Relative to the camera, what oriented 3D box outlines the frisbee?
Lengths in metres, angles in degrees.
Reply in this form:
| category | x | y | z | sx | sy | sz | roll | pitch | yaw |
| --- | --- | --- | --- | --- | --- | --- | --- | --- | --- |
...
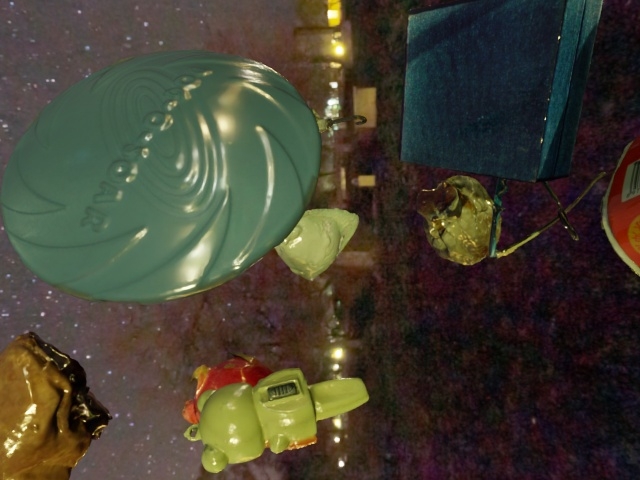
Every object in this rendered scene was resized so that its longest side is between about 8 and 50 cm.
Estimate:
| category | x | y | z | sx | sy | sz | roll | pitch | yaw |
| --- | --- | --- | --- | --- | --- | --- | --- | --- | --- |
| frisbee | -0.143 | -0.084 | 0.381 | 0.049 | 0.288 | 0.290 | 86 | -176 | -61 |

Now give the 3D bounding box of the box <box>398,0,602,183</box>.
| category | x | y | z | sx | sy | sz | roll | pitch | yaw |
| --- | --- | --- | --- | --- | --- | --- | --- | --- | --- |
| box | 0.268 | -0.247 | 0.705 | 0.278 | 0.116 | 0.262 | 24 | 121 | 50 |

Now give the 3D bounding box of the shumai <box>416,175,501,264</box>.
| category | x | y | z | sx | sy | sz | roll | pitch | yaw |
| --- | --- | --- | --- | --- | --- | --- | --- | --- | --- |
| shumai | 0.366 | -0.035 | 1.198 | 0.203 | 0.222 | 0.272 | -36 | -78 | -50 |

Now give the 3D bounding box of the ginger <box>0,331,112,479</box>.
| category | x | y | z | sx | sy | sz | roll | pitch | yaw |
| --- | --- | --- | --- | --- | --- | --- | --- | --- | --- |
| ginger | -0.530 | 0.322 | 0.762 | 0.223 | 0.200 | 0.270 | -50 | -35 | -40 |

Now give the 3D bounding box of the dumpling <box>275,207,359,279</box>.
| category | x | y | z | sx | sy | sz | roll | pitch | yaw |
| --- | --- | --- | --- | --- | --- | --- | --- | --- | --- |
| dumpling | -0.005 | 0.010 | 0.776 | 0.217 | 0.149 | 0.105 | 74 | -163 | -61 |

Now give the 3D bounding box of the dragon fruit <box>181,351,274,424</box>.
| category | x | y | z | sx | sy | sz | roll | pitch | yaw |
| --- | --- | --- | --- | --- | --- | --- | --- | --- | --- |
| dragon fruit | -0.206 | 0.389 | 1.059 | 0.224 | 0.226 | 0.225 | -24 | -64 | -61 |

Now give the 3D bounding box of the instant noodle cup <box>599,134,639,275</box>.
| category | x | y | z | sx | sy | sz | roll | pitch | yaw |
| --- | --- | --- | --- | --- | --- | --- | --- | --- | --- |
| instant noodle cup | 0.462 | -0.061 | 0.374 | 0.308 | 0.293 | 0.294 | 140 | 132 | -67 |

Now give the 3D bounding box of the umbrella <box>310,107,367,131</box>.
| category | x | y | z | sx | sy | sz | roll | pitch | yaw |
| --- | --- | --- | --- | --- | --- | --- | --- | --- | --- |
| umbrella | -0.056 | -0.177 | 0.683 | 0.044 | 0.268 | 0.044 | 13 | -104 | -63 |

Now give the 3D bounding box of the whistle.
| category | x | y | z | sx | sy | sz | roll | pitch | yaw |
| --- | --- | --- | --- | --- | --- | --- | --- | --- | --- |
| whistle | -0.064 | 0.267 | 0.673 | 0.131 | 0.288 | 0.106 | -119 | 26 | -53 |

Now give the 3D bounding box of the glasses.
| category | x | y | z | sx | sy | sz | roll | pitch | yaw |
| --- | --- | --- | --- | --- | --- | --- | --- | --- | --- |
| glasses | 0.403 | -0.083 | 0.812 | 0.206 | 0.102 | 0.239 | -5 | 68 | 54 |
